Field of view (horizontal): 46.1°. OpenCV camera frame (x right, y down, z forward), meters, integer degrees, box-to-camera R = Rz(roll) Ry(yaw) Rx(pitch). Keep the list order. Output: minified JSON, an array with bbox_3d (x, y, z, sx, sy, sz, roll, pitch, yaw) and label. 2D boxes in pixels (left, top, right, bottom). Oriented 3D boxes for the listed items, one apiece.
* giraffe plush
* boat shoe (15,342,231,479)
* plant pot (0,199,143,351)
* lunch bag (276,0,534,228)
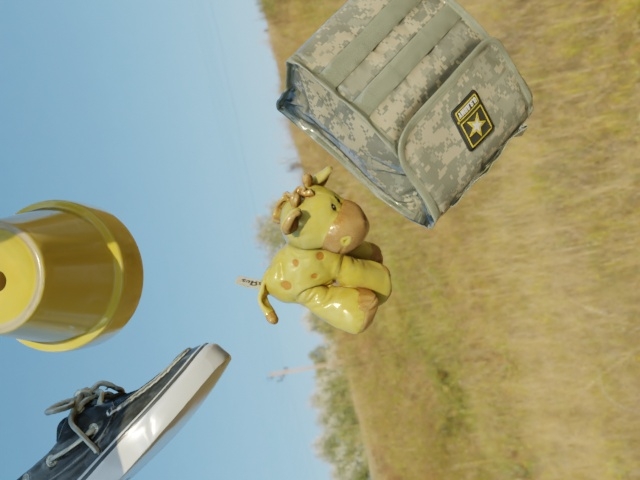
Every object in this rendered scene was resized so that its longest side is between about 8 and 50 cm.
[{"bbox_3d":[0.000,0.000,0.983,0.181,0.210,0.171,-103,18,-51],"label":"giraffe plush"},{"bbox_3d":[-0.227,0.201,0.772,0.105,0.306,0.113,45,-176,8],"label":"boat shoe"},{"bbox_3d":[-0.444,0.057,1.185,0.239,0.253,0.254,5,-106,-78],"label":"plant pot"},{"bbox_3d":[0.123,-0.188,1.001,0.287,0.235,0.169,41,162,3],"label":"lunch bag"}]
